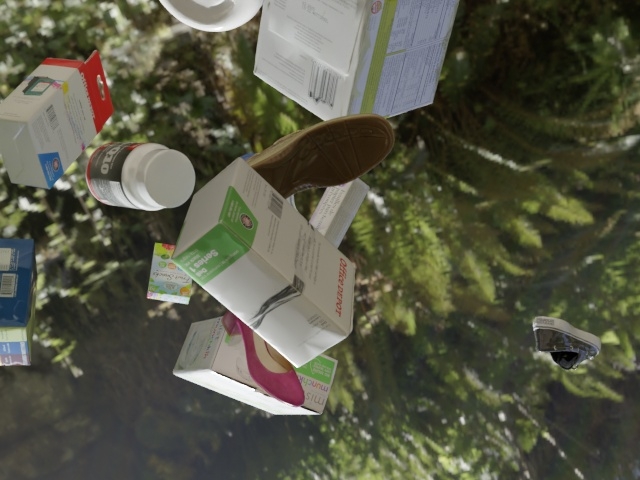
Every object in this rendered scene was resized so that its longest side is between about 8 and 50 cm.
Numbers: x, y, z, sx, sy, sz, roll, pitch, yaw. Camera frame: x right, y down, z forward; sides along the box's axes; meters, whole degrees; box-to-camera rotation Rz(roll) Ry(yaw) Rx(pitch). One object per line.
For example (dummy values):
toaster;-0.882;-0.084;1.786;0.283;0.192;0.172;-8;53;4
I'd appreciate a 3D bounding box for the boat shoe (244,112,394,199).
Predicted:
boat shoe;-0.031;-0.153;1.698;0.341;0.122;0.110;-21;-156;6

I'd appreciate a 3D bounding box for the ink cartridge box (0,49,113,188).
ink cartridge box;-0.439;-0.209;1.532;0.077;0.134;0.231;9;-138;16

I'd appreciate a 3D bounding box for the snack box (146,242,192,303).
snack box;-0.357;0.078;2.211;0.100;0.037;0.141;9;-126;-11

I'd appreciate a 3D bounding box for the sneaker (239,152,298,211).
sneaker;-0.106;-0.070;2.175;0.111;0.296;0.131;-28;-163;16

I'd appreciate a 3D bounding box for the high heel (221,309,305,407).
high heel;-0.088;0.186;1.691;0.082;0.117;0.244;-3;-134;-44

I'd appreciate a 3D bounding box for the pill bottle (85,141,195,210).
pill bottle;-0.434;-0.156;2.227;0.161;0.161;0.283;-40;-151;-30

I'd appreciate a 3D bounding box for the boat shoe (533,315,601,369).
boat shoe;0.455;0.201;1.705;0.080;0.228;0.076;-1;-108;34

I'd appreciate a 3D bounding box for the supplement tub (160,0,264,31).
supplement tub;-0.155;-0.546;1.677;0.228;0.228;0.316;-2;-143;26

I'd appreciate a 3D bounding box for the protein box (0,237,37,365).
protein box;-0.631;0.111;1.688;0.201;0.136;0.200;1;-127;-12

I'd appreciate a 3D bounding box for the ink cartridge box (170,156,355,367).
ink cartridge box;-0.063;0.028;1.149;0.092;0.219;0.160;-36;-157;24

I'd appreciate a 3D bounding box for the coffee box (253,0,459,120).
coffee box;0.087;-0.514;2.221;0.334;0.338;0.337;-23;-132;-38

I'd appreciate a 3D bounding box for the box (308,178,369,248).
box;0.000;0.000;2.073;0.063;0.067;0.324;25;-94;42

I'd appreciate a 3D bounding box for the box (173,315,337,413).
box;-0.139;0.268;1.925;0.231;0.261;0.127;-21;-133;61
